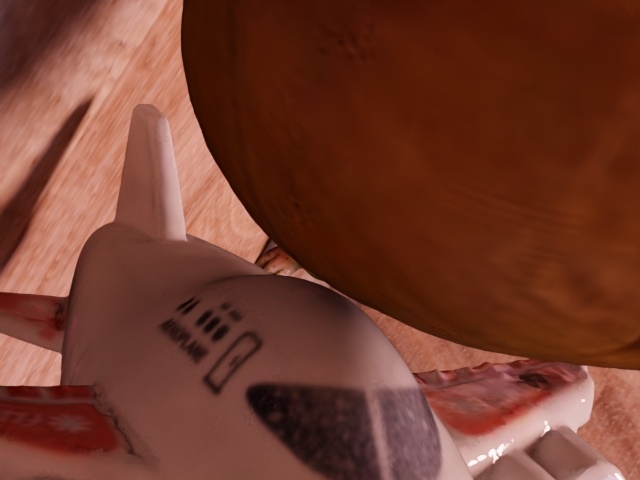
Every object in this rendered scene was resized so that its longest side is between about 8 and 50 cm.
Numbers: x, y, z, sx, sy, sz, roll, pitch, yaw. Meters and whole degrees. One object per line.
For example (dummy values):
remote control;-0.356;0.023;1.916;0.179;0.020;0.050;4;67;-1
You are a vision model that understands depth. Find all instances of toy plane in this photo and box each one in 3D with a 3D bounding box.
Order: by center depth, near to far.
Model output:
toy plane;-0.026;0.053;0.617;0.252;0.252;0.118;-46;150;-64

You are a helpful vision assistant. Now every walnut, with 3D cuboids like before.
walnut;0.107;-0.057;0.574;0.203;0.298;0.203;-175;-90;-68

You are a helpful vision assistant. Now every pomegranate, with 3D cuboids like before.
pomegranate;0.001;-0.002;1.366;0.084;0.073;0.073;-18;-162;31
